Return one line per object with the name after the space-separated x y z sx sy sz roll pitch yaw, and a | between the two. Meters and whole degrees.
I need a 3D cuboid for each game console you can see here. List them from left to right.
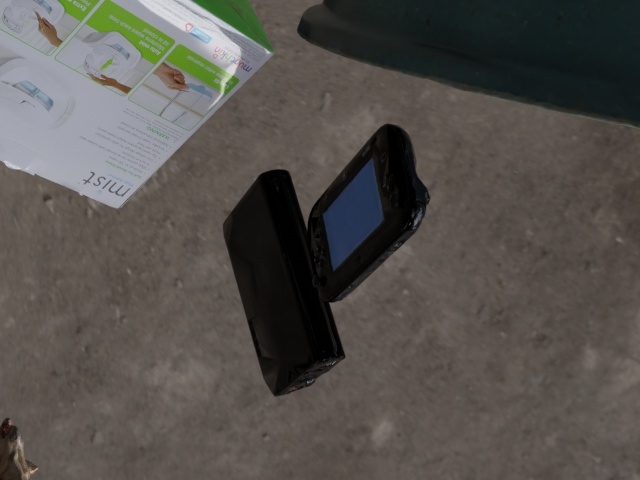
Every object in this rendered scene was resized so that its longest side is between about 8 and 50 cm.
0.000 0.000 1.103 0.044 0.361 0.213 -6 67 -29 | game console

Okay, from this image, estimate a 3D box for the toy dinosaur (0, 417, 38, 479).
-0.383 0.363 1.258 0.127 0.200 0.296 49 67 -27 | toy dinosaur

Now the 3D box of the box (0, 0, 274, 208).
-0.218 -0.178 1.003 0.231 0.127 0.262 -42 139 22 | box

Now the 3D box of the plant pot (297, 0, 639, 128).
0.180 -0.230 0.493 0.341 0.341 0.334 2 106 -20 | plant pot
